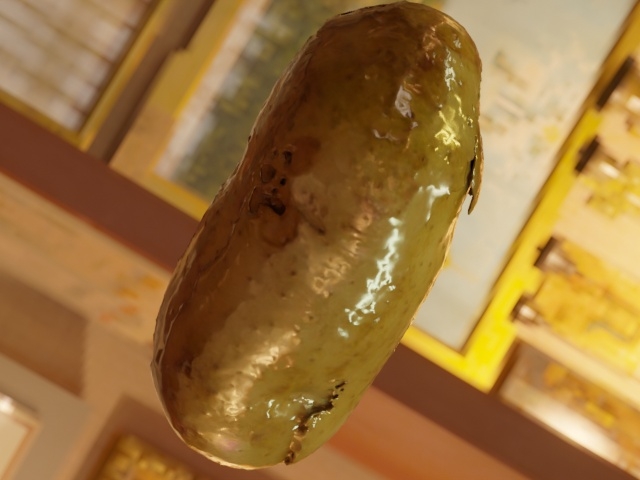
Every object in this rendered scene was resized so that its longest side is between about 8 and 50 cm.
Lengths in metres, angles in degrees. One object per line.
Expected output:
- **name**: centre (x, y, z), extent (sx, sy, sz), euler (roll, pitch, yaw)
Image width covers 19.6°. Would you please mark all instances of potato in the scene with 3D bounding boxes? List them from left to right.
- **potato**: centre (0.000, 0.000, 0.607), extent (0.170, 0.080, 0.107), euler (-59, 177, 18)
